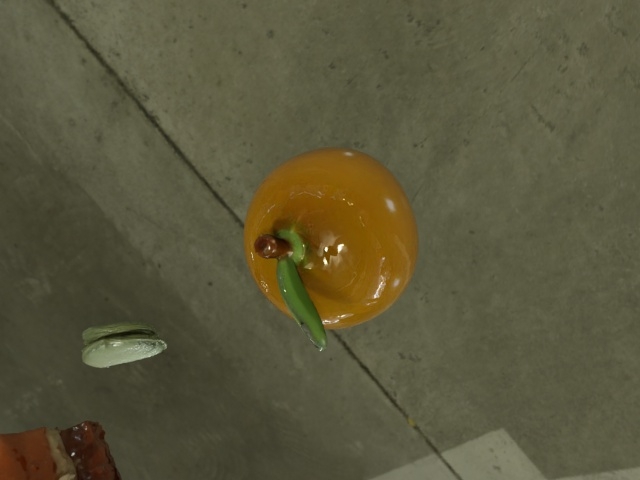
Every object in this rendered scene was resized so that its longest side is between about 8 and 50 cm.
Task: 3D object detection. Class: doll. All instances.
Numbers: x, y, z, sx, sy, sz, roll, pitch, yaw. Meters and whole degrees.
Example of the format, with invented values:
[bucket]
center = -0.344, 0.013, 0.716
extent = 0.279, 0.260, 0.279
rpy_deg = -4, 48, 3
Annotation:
[doll]
center = 0.000, 0.000, 0.590
extent = 0.213, 0.236, 0.214
rpy_deg = 3, 98, 25

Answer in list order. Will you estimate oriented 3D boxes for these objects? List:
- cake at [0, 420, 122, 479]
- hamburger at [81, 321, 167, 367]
[cake]
center = -0.304, 0.238, 0.442
extent = 0.098, 0.287, 0.135
rpy_deg = -52, 48, 33
[hamburger]
center = -0.293, 0.147, 0.775
extent = 0.121, 0.054, 0.084
rpy_deg = -6, 153, -2
